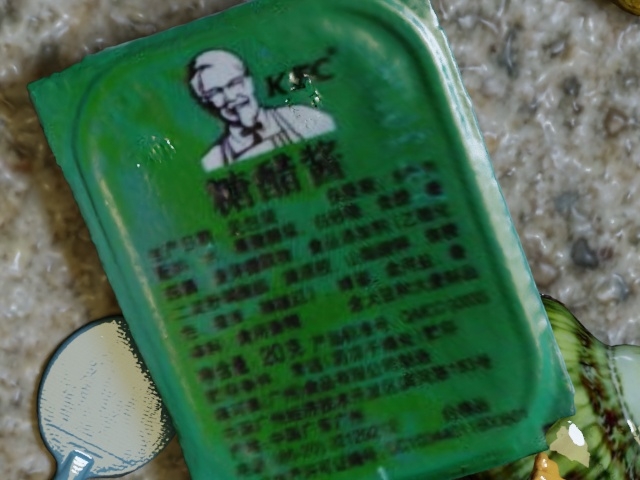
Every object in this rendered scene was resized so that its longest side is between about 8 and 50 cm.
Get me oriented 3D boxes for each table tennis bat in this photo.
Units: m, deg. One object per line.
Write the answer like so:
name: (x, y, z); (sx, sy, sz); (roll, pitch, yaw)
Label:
table tennis bat: (-0.149, 0.123, 1.286); (0.100, 0.019, 0.155); (28, 90, -17)

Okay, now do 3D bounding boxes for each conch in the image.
conch: (0.176, 0.120, 1.314); (0.182, 0.124, 0.187); (-17, 95, -14)

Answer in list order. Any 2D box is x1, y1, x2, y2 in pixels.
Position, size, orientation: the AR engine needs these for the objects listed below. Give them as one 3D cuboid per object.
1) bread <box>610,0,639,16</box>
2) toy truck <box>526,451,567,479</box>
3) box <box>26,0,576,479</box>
bread: (0.305, -0.197, 1.313); (0.344, 0.084, 0.124); (-3, 78, -13)
toy truck: (0.110, 0.261, 1.265); (0.114, 0.135, 0.270); (25, 133, -17)
box: (0.000, 0.000, 1.233); (0.264, 0.106, 0.336); (-17, 104, 15)
